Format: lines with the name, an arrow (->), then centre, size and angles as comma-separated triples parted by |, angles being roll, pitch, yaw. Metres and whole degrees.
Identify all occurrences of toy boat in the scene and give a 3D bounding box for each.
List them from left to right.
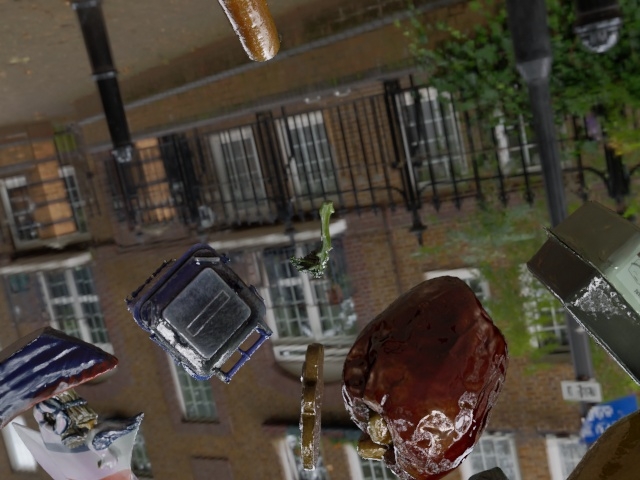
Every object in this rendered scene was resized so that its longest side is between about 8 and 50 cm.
toy boat -> -0.298, 0.242, 0.908 | 0.219, 0.318, 0.072 | -4, -154, 17

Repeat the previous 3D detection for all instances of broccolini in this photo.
broccolini -> 0.003, 0.007, 1.019 | 0.054, 0.052, 0.194 | -24, 162, -22

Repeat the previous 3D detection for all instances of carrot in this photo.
carrot -> -0.107, -0.327, 1.016 | 0.067, 0.067, 0.225 | -10, 154, 10

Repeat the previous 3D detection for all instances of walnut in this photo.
walnut -> 0.157, 0.202, 1.106 | 0.222, 0.243, 0.269 | 37, -117, 24

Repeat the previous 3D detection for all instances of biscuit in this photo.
biscuit -> -0.018, 0.311, 1.438 | 0.039, 0.236, 0.180 | 1, 172, 4

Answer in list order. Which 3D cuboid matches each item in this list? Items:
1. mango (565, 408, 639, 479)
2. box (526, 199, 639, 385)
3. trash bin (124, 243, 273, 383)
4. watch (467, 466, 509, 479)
mango -> 0.465, 0.396, 1.091 | 0.445, 0.301, 0.221 | -6, -164, -43
box -> 0.491, 0.087, 1.248 | 0.166, 0.290, 0.220 | -44, -160, 9
trash bin -> -0.203, 0.114, 1.204 | 0.162, 0.184, 0.234 | -47, -162, -19
watch -> 0.205, 0.526, 1.269 | 0.274, 0.241, 0.305 | -52, -174, 50
